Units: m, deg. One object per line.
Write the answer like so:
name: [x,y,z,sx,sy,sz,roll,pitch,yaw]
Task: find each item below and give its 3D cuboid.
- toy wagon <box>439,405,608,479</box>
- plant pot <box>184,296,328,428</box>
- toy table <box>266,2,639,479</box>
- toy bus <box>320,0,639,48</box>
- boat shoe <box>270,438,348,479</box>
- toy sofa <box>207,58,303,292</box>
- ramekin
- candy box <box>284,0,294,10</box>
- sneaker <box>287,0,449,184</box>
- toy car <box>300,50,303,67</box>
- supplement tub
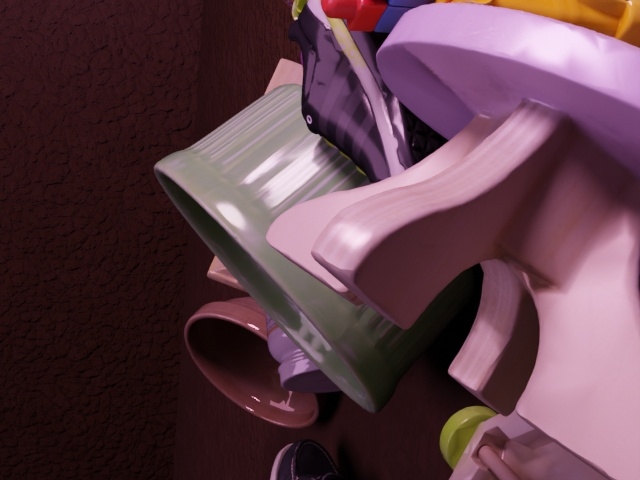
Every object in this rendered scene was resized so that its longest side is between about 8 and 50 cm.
toy wagon: [0.145,0.203,0.520,0.344,0.068,0.267,-61,18,5]
plant pot: [-0.076,0.161,1.211,0.109,0.237,0.237,-51,-9,-36]
toy table: [0.105,-0.002,0.430,0.274,0.252,0.160,30,83,47]
toy bus: [0.102,-0.205,0.562,0.149,0.212,0.220,126,143,-65]
boat shoe: [0.019,0.344,0.981,0.113,0.127,0.340,-52,17,19]
toy sofa: [-0.031,-0.061,1.152,0.362,0.177,0.150,113,176,-52]
ramekin: [0.000,0.000,0.765,0.303,0.148,0.303,46,170,11]
candy box: [0.036,-0.293,0.782,0.109,0.187,0.053,49,173,-17]
sneaker: [0.040,-0.092,0.618,0.097,0.084,0.234,-29,74,42]
toy car: [0.049,-0.185,0.856,0.182,0.136,0.159,-110,26,-50]
supplement tub: [0.004,0.071,0.978,0.144,0.145,0.199,123,143,-60]
